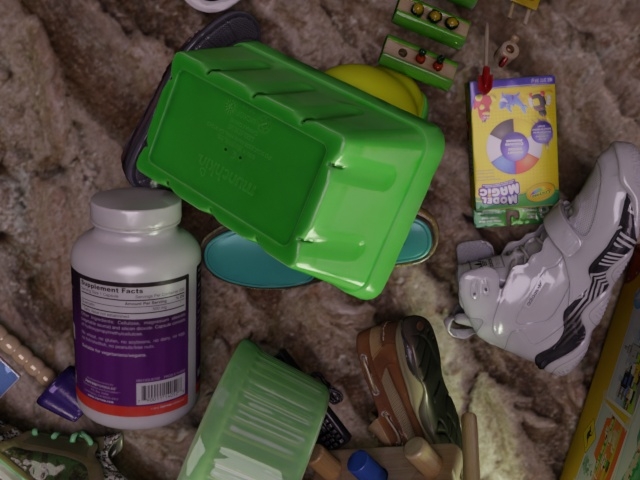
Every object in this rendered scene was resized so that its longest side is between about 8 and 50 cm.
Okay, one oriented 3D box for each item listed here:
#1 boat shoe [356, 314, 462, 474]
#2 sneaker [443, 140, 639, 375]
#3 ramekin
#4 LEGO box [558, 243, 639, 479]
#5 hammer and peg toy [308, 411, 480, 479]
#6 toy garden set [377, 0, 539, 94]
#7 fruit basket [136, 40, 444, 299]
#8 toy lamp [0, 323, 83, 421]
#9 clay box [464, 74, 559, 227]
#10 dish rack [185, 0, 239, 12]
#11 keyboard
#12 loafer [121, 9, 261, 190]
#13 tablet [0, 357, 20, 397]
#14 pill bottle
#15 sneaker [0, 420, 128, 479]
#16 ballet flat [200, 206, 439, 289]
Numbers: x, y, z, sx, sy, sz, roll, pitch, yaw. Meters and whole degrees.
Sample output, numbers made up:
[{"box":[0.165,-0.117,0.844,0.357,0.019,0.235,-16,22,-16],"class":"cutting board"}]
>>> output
[{"box":[0.135,0.266,1.301,0.120,0.122,0.324,-8,104,25],"class":"boat shoe"},{"box":[0.313,0.017,1.219,0.210,0.137,0.366,14,115,0],"class":"sneaker"},{"box":[-0.101,0.306,1.204,0.148,0.303,0.303,22,97,1],"class":"ramekin"},{"box":[0.504,0.287,1.159,0.193,0.372,0.500,15,98,-1],"class":"LEGO box"},{"box":[0.108,0.388,1.158,0.361,0.266,0.127,-15,128,38],"class":"hammer and peg toy"},{"box":[0.214,-0.327,1.206,0.204,0.049,0.244,20,75,-8],"class":"toy garden set"},{"box":[-0.001,-0.119,1.160,0.392,0.392,0.283,22,104,-2],"class":"fruit basket"},{"box":[-0.465,0.172,1.315,0.274,0.080,0.080,44,96,-2],"class":"toy lamp"},{"box":[0.287,-0.130,1.271,0.127,0.053,0.222,-5,96,1],"class":"clay box"},{"box":[-0.145,-0.524,1.222,0.285,0.072,0.333,-34,95,4],"class":"dish rack"},{"box":[-0.023,0.256,1.341,0.108,0.023,0.180,-36,96,5],"class":"keyboard"},{"box":[-0.204,-0.214,1.252,0.109,0.095,0.302,30,96,-41],"class":"loafer"},{"box":[-0.524,0.228,1.356,0.054,0.006,0.083,44,97,-4],"class":"tablet"},{"box":[-0.262,0.094,1.221,0.181,0.181,0.323,3,108,1],"class":"pill bottle"},{"box":[-0.396,0.356,1.325,0.410,0.158,0.182,37,55,8],"class":"sneaker"},{"box":[0.000,0.000,1.264,0.348,0.123,0.123,-7,97,6],"class":"ballet flat"}]
